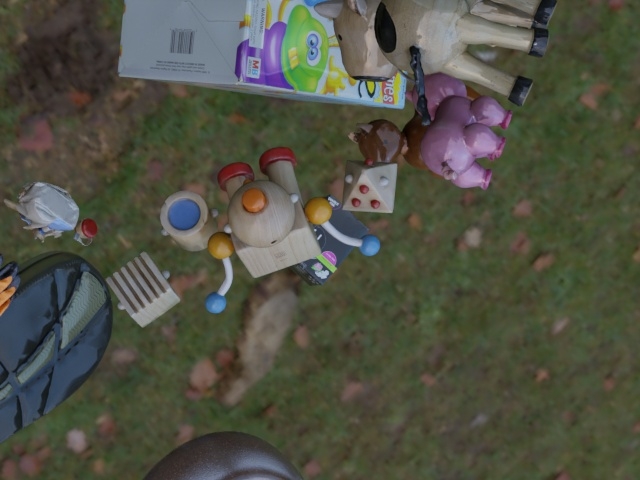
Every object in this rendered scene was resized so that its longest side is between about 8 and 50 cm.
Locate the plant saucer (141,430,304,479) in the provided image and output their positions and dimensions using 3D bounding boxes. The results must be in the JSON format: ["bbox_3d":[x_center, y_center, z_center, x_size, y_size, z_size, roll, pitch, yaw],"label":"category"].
[{"bbox_3d":[-0.086,0.345,1.328,0.310,0.050,0.311,3,86,-47],"label":"plant saucer"}]

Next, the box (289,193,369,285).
[{"bbox_3d":[0.000,0.000,1.498,0.062,0.052,0.083,43,76,-10],"label":"box"}]

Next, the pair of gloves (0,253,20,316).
[{"bbox_3d":[-0.209,0.019,0.750,0.074,0.010,0.083,-44,120,-22],"label":"pair of gloves"}]

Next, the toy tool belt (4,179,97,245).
[{"bbox_3d":[-0.262,-0.024,1.311,0.083,0.051,0.052,37,52,-41],"label":"toy tool belt"}]

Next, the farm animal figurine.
[{"bbox_3d":[0.089,-0.198,1.052,0.330,0.172,0.327,101,9,-77],"label":"farm animal figurine"}]

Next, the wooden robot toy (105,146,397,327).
[{"bbox_3d":[-0.040,-0.016,0.731,0.173,0.076,0.079,-21,162,2],"label":"wooden robot toy"}]

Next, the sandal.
[{"bbox_3d":[-0.256,0.097,0.811,0.302,0.086,0.120,-31,130,-41],"label":"sandal"}]

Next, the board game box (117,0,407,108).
[{"bbox_3d":[-0.042,-0.209,1.282,0.275,0.144,0.142,0,97,-56],"label":"board game box"}]
